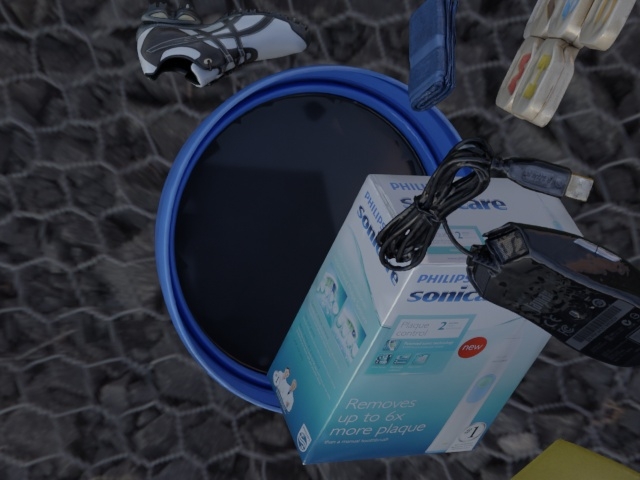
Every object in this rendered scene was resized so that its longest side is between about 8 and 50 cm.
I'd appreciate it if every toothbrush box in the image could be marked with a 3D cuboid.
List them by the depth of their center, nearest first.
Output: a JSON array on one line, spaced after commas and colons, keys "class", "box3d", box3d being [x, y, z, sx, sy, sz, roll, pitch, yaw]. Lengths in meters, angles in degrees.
[{"class": "toothbrush box", "box3d": [0.105, 0.080, 1.384, 0.216, 0.295, 0.126, 1, 44, -30]}]

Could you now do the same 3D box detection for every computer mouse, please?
[{"class": "computer mouse", "box3d": [0.190, 0.000, 1.109, 0.262, 0.184, 0.060, 23, 52, -5]}]

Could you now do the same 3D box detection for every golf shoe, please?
[{"class": "golf shoe", "box3d": [-0.109, -0.211, 1.570, 0.198, 0.077, 0.094, 1, 68, -1]}]

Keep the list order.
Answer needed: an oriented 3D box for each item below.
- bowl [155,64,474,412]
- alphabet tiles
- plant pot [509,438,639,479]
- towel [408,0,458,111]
[{"class": "bowl", "box3d": [0.000, 0.000, 1.552, 0.391, 0.077, 0.391, -3, 98, -23]}, {"class": "alphabet tiles", "box3d": [0.196, -0.214, 0.953, 0.021, 0.278, 0.284, 24, 99, -6]}, {"class": "plant pot", "box3d": [0.225, 0.316, 1.283, 0.212, 0.212, 0.187, -34, 65, -31]}, {"class": "towel", "box3d": [0.119, -0.198, 1.472, 0.029, 0.067, 0.119, 16, 61, -27]}]
